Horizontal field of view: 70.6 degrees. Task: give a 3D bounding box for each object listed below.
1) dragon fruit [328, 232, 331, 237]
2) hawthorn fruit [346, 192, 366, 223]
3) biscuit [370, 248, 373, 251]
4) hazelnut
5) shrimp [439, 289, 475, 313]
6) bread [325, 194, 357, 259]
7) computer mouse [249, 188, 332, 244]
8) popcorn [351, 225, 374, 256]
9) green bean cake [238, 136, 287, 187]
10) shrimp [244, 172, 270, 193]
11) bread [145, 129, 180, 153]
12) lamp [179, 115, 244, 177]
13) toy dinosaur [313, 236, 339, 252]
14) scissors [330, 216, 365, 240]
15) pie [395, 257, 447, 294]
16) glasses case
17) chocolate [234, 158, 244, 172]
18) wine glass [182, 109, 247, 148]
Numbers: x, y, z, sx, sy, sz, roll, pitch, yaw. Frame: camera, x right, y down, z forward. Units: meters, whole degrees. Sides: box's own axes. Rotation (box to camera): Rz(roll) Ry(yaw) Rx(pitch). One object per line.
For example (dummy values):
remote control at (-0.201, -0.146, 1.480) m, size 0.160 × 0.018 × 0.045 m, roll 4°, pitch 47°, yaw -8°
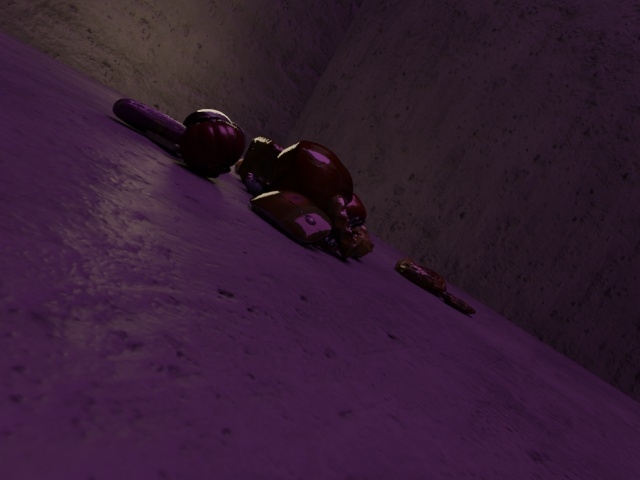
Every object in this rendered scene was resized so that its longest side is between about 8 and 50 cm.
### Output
dragon fruit at (-0.048, -0.055, 1.556) m, size 0.190 × 0.094 × 0.094 m, roll 23°, pitch 7°, yaw 4°
hawthorn fruit at (0.083, -0.120, 2.108) m, size 0.224 × 0.224 × 0.260 m, roll 35°, pitch 29°, yaw 31°
biscuit at (0.171, -0.019, 2.406) m, size 0.160 × 0.030 × 0.249 m, roll 27°, pitch 8°, yaw -30°
hazelnut at (-0.043, -0.246, 1.909) m, size 0.365 × 0.366 × 0.366 m, roll 30°, pitch 7°, yaw -4°
shrimp at (0.631, 0.288, 2.106) m, size 0.217 × 0.051 × 0.115 m, roll 27°, pitch 1°, yaw -20°
bread at (0.074, -0.047, 1.580) m, size 0.128 × 0.087 × 0.232 m, roll 65°, pitch 11°, yaw -67°
computer mouse at (-0.099, -0.092, 1.456) m, size 0.158 × 0.072 × 0.310 m, roll -24°, pitch 45°, yaw -36°
popcorn at (0.141, 0.008, 1.778) m, size 0.126 × 0.126 × 0.145 m, roll 52°, pitch -7°, yaw 10°
green bean cake at (-0.268, -0.349, 2.088) m, size 0.124 × 0.236 × 0.233 m, roll 22°, pitch 9°, yaw -35°
shrimp at (-0.260, -0.226, 1.915) m, size 0.090 × 0.079 × 0.233 m, roll -7°, pitch -8°, yaw 18°
bread at (-0.568, -0.357, 1.703) m, size 0.192 × 0.036 × 0.112 m, roll 30°, pitch 3°, yaw 29°
lamp at (-0.378, -0.322, 1.579) m, size 0.226 × 0.227 × 0.227 m, roll 30°, pitch 7°, yaw -4°
toy dinosaur at (0.000, 0.000, 1.483) m, size 0.154 × 0.055 × 0.049 m, roll 29°, pitch 11°, yaw -27°
scissors at (0.075, -0.035, 1.683) m, size 0.109 × 0.022 × 0.300 m, roll 0°, pitch 22°, yaw 30°
pie at (0.491, 0.167, 2.219) m, size 0.308 × 0.086 × 0.308 m, roll 30°, pitch 8°, yaw -5°
glasses case at (-0.637, -0.448, 1.746) m, size 0.316 × 0.076 × 0.123 m, roll 24°, pitch -26°, yaw -40°
chocolate at (-0.340, -0.336, 2.342) m, size 0.219 × 0.086 × 0.085 m, roll 34°, pitch 8°, yaw 10°
wine glass at (-0.499, -0.486, 2.112) m, size 0.237 × 0.238 × 0.323 m, roll 32°, pitch 9°, yaw 11°
